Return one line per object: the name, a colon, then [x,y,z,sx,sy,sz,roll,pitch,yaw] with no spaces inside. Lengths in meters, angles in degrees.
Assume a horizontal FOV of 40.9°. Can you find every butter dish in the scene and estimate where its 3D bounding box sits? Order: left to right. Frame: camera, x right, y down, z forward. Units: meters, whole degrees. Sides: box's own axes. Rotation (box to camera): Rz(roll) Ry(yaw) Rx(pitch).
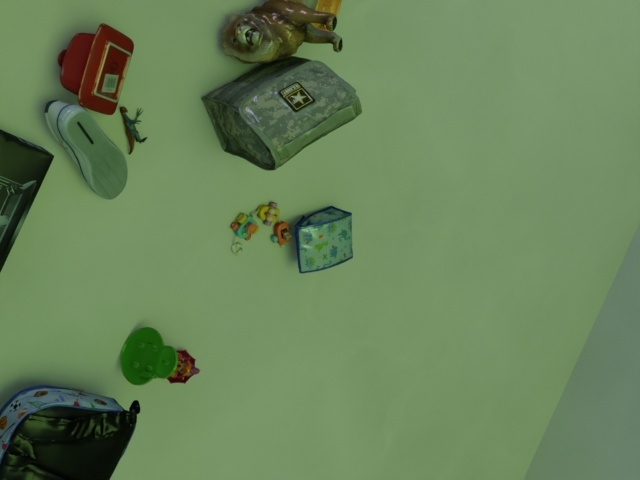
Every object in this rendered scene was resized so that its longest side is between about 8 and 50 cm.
butter dish: [-0.449,-0.336,1.652,0.160,0.118,0.160,0,107,-79]

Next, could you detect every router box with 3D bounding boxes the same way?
router box: [-0.677,-0.073,1.598,0.242,0.081,0.309,25,91,-39]

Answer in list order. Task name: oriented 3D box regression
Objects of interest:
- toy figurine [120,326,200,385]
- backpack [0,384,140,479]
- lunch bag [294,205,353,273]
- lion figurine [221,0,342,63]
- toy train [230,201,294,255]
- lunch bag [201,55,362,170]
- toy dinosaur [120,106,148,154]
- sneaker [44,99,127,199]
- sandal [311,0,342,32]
toy figurine: [-0.334,0.278,1.941,0.159,0.173,0.130,27,73,-52]
backpack: [-0.554,0.420,1.789,0.263,0.213,0.277,26,85,-47]
lunch bag: [0.000,0.000,2.105,0.151,0.096,0.129,-24,120,-38]
lion figurine: [-0.047,-0.542,1.840,0.142,0.240,0.392,56,52,-65]
toy train: [-0.132,-0.021,2.034,0.166,0.046,0.125,-19,116,-30]
lunch bag: [-0.078,-0.274,1.826,0.235,0.287,0.169,-34,124,-21]
toy dinosaur: [-0.394,-0.234,1.773,0.090,0.047,0.082,-47,109,0]
sneaker: [-0.463,-0.186,1.712,0.094,0.091,0.258,-43,147,-21]
sandal: [0.037,-0.574,1.932,0.101,0.076,0.266,1,106,-36]
